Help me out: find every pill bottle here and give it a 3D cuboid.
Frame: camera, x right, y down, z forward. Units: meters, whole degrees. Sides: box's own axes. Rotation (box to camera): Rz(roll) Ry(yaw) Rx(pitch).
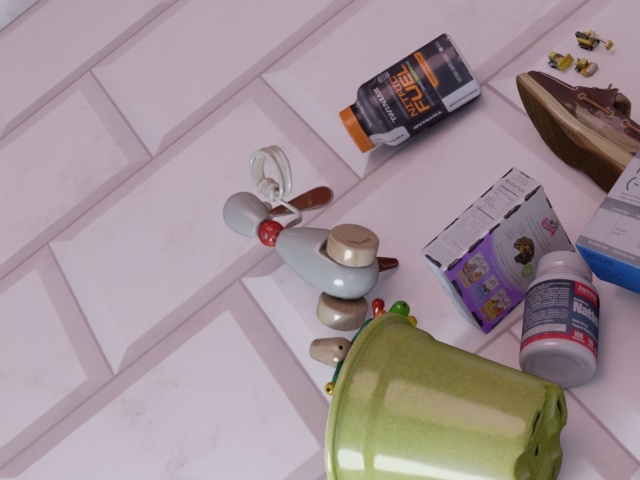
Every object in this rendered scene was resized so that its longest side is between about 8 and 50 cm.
[{"bbox_3d":[0.342,0.108,1.780,0.108,0.108,0.180,-11,46,28],"label":"pill bottle"},{"bbox_3d":[0.156,-0.256,2.253,0.245,0.130,0.130,-32,40,8],"label":"pill bottle"}]

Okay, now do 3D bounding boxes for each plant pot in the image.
[{"bbox_3d":[0.181,0.252,1.667,0.253,0.276,0.276,10,58,29],"label":"plant pot"}]

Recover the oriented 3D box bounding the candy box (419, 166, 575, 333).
[{"bbox_3d":[0.269,0.016,1.879,0.196,0.165,0.070,-42,41,-7],"label":"candy box"}]

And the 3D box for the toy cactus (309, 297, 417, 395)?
[{"bbox_3d":[0.053,0.177,1.934,0.180,0.112,0.219,3,63,41],"label":"toy cactus"}]

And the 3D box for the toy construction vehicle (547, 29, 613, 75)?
[{"bbox_3d":[0.451,-0.329,2.180,0.086,0.035,0.098,-44,40,-8],"label":"toy construction vehicle"}]

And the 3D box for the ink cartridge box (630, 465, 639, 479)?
[{"bbox_3d":[0.495,0.299,1.505,0.139,0.082,0.190,-47,42,-11],"label":"ink cartridge box"}]

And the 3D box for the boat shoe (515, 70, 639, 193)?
[{"bbox_3d":[0.443,-0.183,1.991,0.123,0.123,0.342,-33,43,-7],"label":"boat shoe"}]

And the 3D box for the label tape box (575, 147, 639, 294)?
[{"bbox_3d":[0.545,-0.066,1.720,0.240,0.106,0.334,25,74,45],"label":"label tape box"}]

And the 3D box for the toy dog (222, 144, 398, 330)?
[{"bbox_3d":[0.000,0.000,2.090,0.334,0.161,0.220,52,131,23],"label":"toy dog"}]
